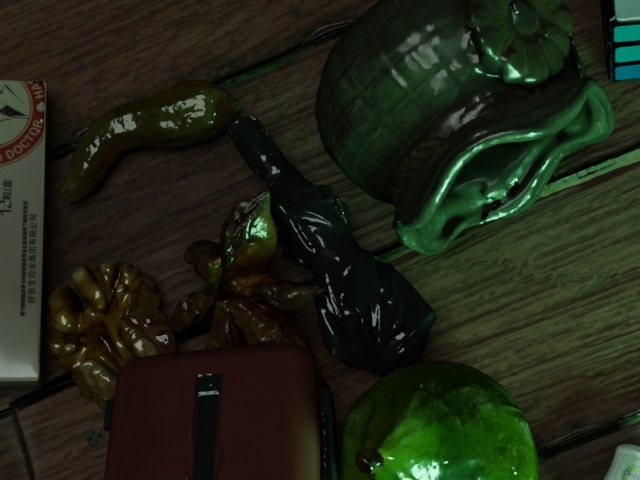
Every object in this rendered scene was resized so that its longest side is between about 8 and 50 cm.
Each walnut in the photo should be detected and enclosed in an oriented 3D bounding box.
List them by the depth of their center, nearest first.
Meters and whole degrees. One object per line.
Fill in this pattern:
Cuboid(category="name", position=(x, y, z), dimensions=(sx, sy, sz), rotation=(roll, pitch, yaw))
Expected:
Cuboid(category="walnut", position=(-0.234, 0.098, 1.590), dimensions=(0.143, 0.069, 0.170), rotation=(-43, 69, 5))

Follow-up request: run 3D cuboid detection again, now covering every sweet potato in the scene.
Cuboid(category="sweet potato", position=(-0.205, -0.122, 1.652), dimensions=(0.233, 0.062, 0.081), rotation=(-25, 73, 7))

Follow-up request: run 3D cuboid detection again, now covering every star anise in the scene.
Cuboid(category="star anise", position=(-0.090, 0.055, 1.540), dimensions=(0.111, 0.196, 0.212), rotation=(-22, 105, -31))

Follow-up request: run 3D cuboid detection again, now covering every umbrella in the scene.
Cuboid(category="umbrella", position=(0.000, 0.000, 1.553), dimensions=(0.118, 0.118, 0.340), rotation=(-35, 71, 0))

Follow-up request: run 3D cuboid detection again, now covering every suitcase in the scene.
Cuboid(category="suitcase", position=(-0.097, 0.256, 1.429), dimensions=(0.236, 0.161, 0.297), rotation=(-6, 49, 6))

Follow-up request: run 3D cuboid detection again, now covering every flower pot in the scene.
Cuboid(category="flower pot", position=(0.152, -0.147, 1.469), dimensions=(0.302, 0.302, 0.213), rotation=(-34, 75, 1))

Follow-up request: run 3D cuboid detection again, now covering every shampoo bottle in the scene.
Cuboid(category="shampoo bottle", position=(0.315, 0.252, 1.454), dimensions=(0.072, 0.043, 0.099), rotation=(28, 82, 17))

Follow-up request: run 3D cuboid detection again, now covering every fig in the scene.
Cuboid(category="fig", position=(0.105, 0.205, 1.410), dimensions=(0.203, 0.235, 0.203), rotation=(-4, 73, 14))

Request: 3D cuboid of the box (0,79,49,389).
Cuboid(category="box", position=(-0.416, -0.010, 1.625), dimensions=(0.214, 0.069, 0.353), rotation=(1, 72, -9))

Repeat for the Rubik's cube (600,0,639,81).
Cuboid(category="Rubik's cube", position=(0.376, -0.275, 1.526), dimensions=(0.161, 0.162, 0.163), rotation=(-5, 75, 10))
